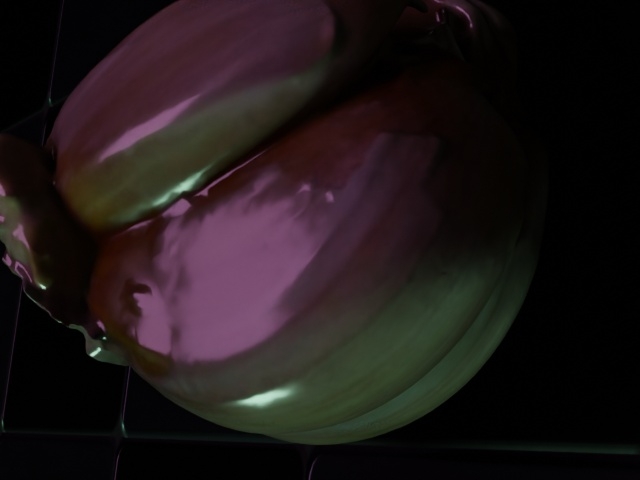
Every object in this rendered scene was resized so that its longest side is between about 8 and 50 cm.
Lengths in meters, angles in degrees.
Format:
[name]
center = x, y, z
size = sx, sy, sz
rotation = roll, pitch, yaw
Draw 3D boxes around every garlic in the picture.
[garlic]
center = 0.000, 0.000, 0.584
size = 0.191, 0.214, 0.160
rotation = -21, 71, 9
